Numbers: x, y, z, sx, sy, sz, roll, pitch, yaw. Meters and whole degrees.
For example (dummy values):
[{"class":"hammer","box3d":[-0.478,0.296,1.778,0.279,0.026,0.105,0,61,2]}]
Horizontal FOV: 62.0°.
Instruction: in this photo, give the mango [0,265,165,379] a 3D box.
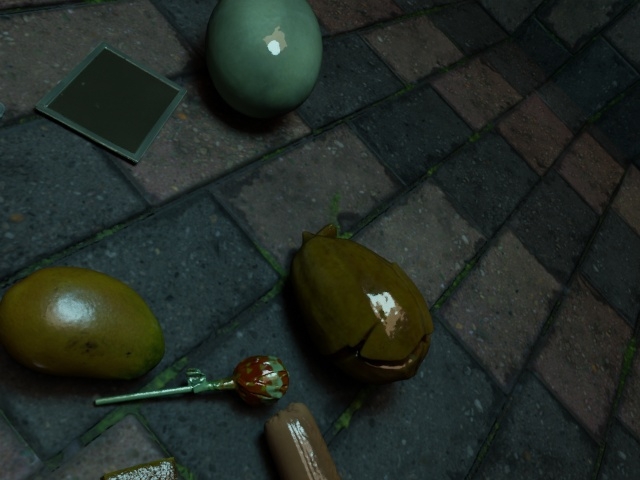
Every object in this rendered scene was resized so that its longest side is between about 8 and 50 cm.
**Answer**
[{"class":"mango","box3d":[-0.323,0.115,0.739,0.221,0.120,0.151,17,54,-33]}]

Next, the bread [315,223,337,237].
[{"class":"bread","box3d":[0.000,0.000,1.098,0.036,0.046,0.083,24,37,24]}]

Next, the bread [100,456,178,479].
[{"class":"bread","box3d":[-0.231,0.340,0.694,0.095,0.035,0.090,-1,59,-35]}]

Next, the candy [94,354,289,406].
[{"class":"candy","box3d":[-0.184,0.223,0.803,0.288,0.084,0.078,-2,57,-24]}]

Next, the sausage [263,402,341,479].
[{"class":"sausage","box3d":[-0.001,0.383,0.786,0.086,0.086,0.288,-10,67,-39]}]

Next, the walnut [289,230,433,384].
[{"class":"walnut","box3d":[0.056,0.106,0.957,0.209,0.208,0.336,-13,54,-40]}]

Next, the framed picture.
[{"class":"framed picture","box3d":[-0.396,-0.275,1.043,0.197,0.014,0.252,29,47,-14]}]

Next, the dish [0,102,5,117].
[{"class":"dish","box3d":[-0.605,-0.212,0.802,0.228,0.086,0.236,44,45,0]}]

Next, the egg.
[{"class":"egg","box3d":[-0.122,-0.421,1.171,0.259,0.258,0.352,21,47,-21]}]
